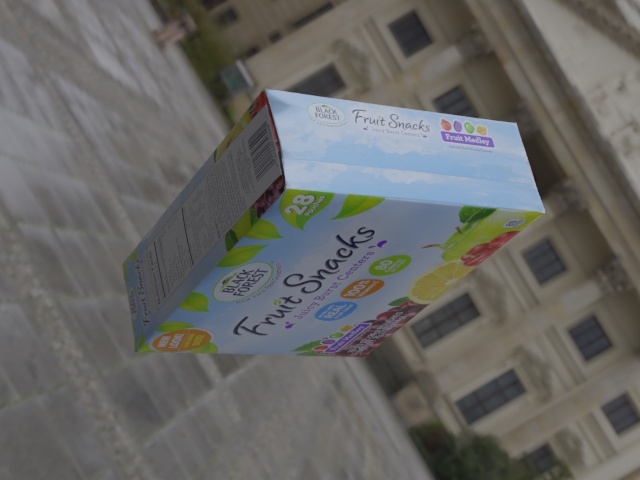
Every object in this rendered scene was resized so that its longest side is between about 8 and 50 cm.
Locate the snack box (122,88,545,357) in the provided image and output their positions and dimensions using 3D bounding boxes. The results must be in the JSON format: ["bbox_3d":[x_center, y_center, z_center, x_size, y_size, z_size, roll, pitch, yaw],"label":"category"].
[{"bbox_3d":[0.000,0.000,0.775,0.207,0.174,0.070,-45,-130,47],"label":"snack box"}]
